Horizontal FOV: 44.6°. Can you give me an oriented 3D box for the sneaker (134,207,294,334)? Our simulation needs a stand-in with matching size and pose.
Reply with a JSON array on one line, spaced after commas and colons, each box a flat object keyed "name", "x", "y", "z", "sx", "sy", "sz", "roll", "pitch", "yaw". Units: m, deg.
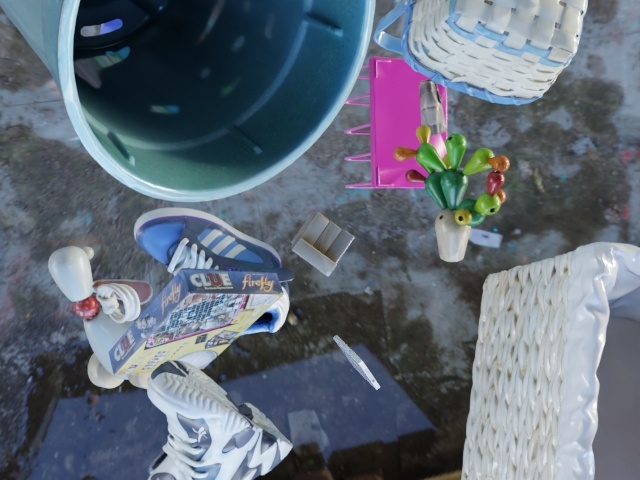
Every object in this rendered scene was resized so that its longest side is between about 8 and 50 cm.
[{"name": "sneaker", "x": -0.206, "y": 0.074, "z": 1.509, "sx": 0.323, "sy": 0.236, "sz": 0.130, "roll": 20, "pitch": 122, "yaw": -23}]

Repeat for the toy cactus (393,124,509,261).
[{"name": "toy cactus", "x": 0.176, "y": -0.054, "z": 1.062, "sx": 0.112, "sy": 0.219, "sz": 0.180, "roll": -15, "pitch": 118, "yaw": -25}]

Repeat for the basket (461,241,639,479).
[{"name": "basket", "x": 0.361, "y": 0.192, "z": 0.897, "sx": 0.328, "sy": 0.266, "sz": 0.331, "roll": 10, "pitch": 82, "yaw": -16}]

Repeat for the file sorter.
[{"name": "file sorter", "x": 0.167, "y": -0.266, "z": 1.854, "sx": 0.202, "sy": 0.182, "sz": 0.290, "roll": -2, "pitch": 91, "yaw": -28}]

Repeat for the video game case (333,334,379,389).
[{"name": "video game case", "x": 0.074, "y": 0.249, "z": 1.589, "sx": 0.011, "sy": 0.087, "sz": 0.122, "roll": -41, "pitch": 138, "yaw": -9}]

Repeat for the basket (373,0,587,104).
[{"name": "basket", "x": 0.234, "y": -0.299, "z": 1.116, "sx": 0.255, "sy": 0.289, "sz": 0.201, "roll": 16, "pitch": 76, "yaw": -13}]

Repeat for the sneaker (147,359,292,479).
[{"name": "sneaker", "x": -0.139, "y": 0.228, "z": 0.823, "sx": 0.094, "sy": 0.235, "sz": 0.153, "roll": 38, "pitch": 83, "yaw": 31}]

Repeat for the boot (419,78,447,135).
[{"name": "boot", "x": 0.174, "y": -0.210, "z": 1.226, "sx": 0.042, "sy": 0.118, "sz": 0.087, "roll": -9, "pitch": 98, "yaw": 5}]

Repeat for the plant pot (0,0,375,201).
[{"name": "plant pot", "x": -0.178, "y": -0.265, "z": 0.830, "sx": 0.341, "sy": 0.334, "sz": 0.341, "roll": -25, "pitch": 134, "yaw": -29}]

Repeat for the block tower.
[{"name": "block tower", "x": 0.000, "y": 0.000, "z": 1.650, "sx": 0.091, "sy": 0.335, "sz": 0.097, "roll": 35, "pitch": 92, "yaw": -4}]

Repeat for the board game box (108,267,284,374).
[{"name": "board game box", "x": -0.189, "y": 0.124, "z": 1.168, "sx": 0.165, "sy": 0.042, "sz": 0.243, "roll": 4, "pitch": 143, "yaw": -42}]

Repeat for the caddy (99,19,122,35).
[{"name": "caddy", "x": -0.299, "y": -0.329, "z": 1.529, "sx": 0.179, "sy": 0.241, "sz": 0.341, "roll": 9, "pitch": 104, "yaw": 15}]

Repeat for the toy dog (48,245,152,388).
[{"name": "toy dog", "x": -0.391, "y": 0.143, "z": 1.528, "sx": 0.220, "sy": 0.161, "sz": 0.333, "roll": 17, "pitch": 130, "yaw": 20}]
